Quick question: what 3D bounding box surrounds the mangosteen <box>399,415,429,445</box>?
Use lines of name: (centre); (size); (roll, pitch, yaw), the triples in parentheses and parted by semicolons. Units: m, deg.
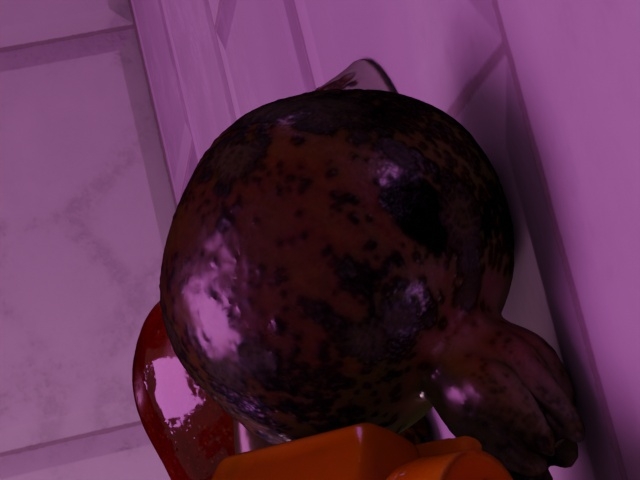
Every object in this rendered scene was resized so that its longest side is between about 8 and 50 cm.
mangosteen: (0.061, 0.214, 1.475); (0.140, 0.140, 0.140); (168, 90, -80)

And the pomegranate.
pomegranate: (0.050, 0.051, 1.056); (0.340, 0.285, 0.285); (36, 148, 25)

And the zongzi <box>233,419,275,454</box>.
zongzi: (0.027, 0.387, 1.457); (0.447, 0.181, 0.418); (-126, 12, -63)

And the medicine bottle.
medicine bottle: (0.019, 0.206, 0.957); (0.112, 0.222, 0.149); (47, -136, -28)

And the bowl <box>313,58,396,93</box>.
bowl: (0.000, 0.000, 1.428); (0.337, 0.157, 0.337); (169, 90, -79)

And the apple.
apple: (-0.082, 0.178, 1.750); (0.288, 0.288, 0.317); (138, 112, -78)
